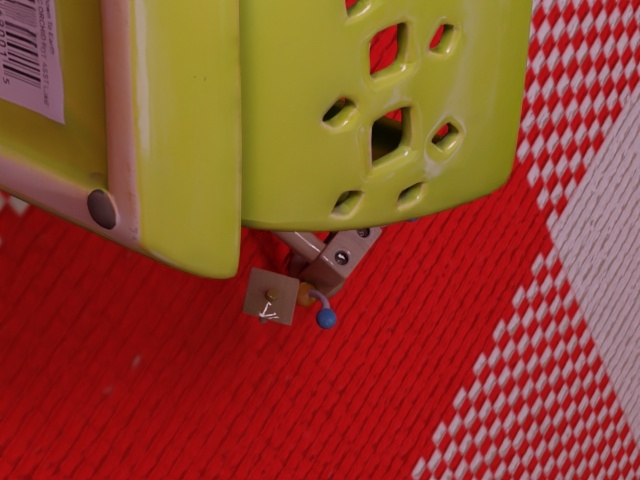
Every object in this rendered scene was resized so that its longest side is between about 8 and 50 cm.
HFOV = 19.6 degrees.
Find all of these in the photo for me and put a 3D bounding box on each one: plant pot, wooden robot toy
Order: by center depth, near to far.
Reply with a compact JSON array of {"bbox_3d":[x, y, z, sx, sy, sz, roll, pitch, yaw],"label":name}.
[{"bbox_3d":[-0.057,-0.121,0.799,0.207,0.227,0.228,-26,128,-41],"label":"plant pot"},{"bbox_3d":[0.000,0.000,1.119,0.173,0.076,0.079,-50,178,-29],"label":"wooden robot toy"}]
